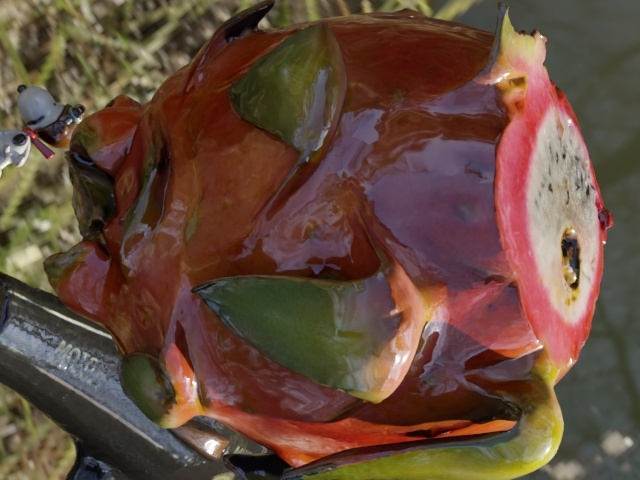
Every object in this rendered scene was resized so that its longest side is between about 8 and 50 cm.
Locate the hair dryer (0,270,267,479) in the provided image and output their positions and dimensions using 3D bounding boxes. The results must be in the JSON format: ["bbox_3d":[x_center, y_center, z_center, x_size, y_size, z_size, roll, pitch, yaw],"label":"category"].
[{"bbox_3d":[-0.193,0.196,1.199,0.359,0.120,0.304,-60,146,0],"label":"hair dryer"}]

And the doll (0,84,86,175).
[{"bbox_3d":[-0.213,-0.076,1.359,0.058,0.040,0.085,31,67,-4],"label":"doll"}]

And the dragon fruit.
[{"bbox_3d":[0.005,0.001,0.785,0.227,0.224,0.224,-16,130,25],"label":"dragon fruit"}]
